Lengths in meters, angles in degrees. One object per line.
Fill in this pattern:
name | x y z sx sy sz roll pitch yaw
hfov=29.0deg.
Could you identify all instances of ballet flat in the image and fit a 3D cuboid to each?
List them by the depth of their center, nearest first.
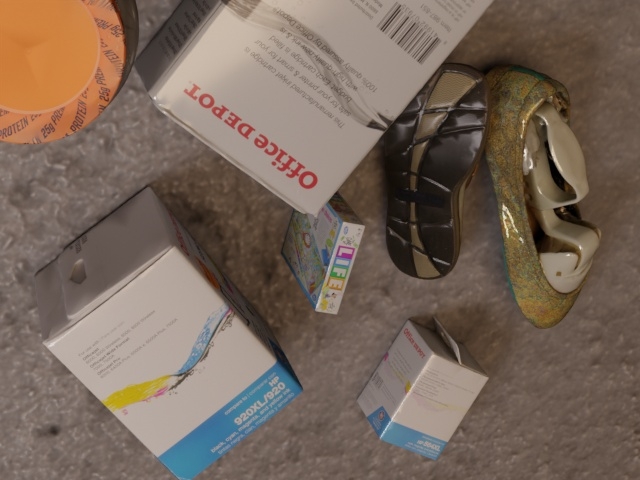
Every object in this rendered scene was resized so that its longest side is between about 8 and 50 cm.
ballet flat | 0.263 -0.036 1.419 0.123 0.123 0.348 -21 116 -7

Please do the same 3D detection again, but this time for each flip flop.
flip flop | 0.133 -0.079 1.391 0.112 0.080 0.277 16 129 18

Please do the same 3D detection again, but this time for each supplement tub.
supplement tub | -0.266 -0.205 1.081 0.193 0.316 0.193 -6 115 -14

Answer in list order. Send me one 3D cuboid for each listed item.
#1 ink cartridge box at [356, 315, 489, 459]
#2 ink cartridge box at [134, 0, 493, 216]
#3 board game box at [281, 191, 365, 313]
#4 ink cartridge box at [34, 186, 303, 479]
ink cartridge box | 0.127 0.172 1.492 0.090 0.092 0.143 25 104 -25
ink cartridge box | -0.007 -0.216 1.260 0.223 0.129 0.307 36 99 -27
board game box | 0.000 0.000 1.343 0.026 0.154 0.103 10 110 -20
ink cartridge box | -0.166 0.098 1.326 0.168 0.171 0.232 -38 119 1
